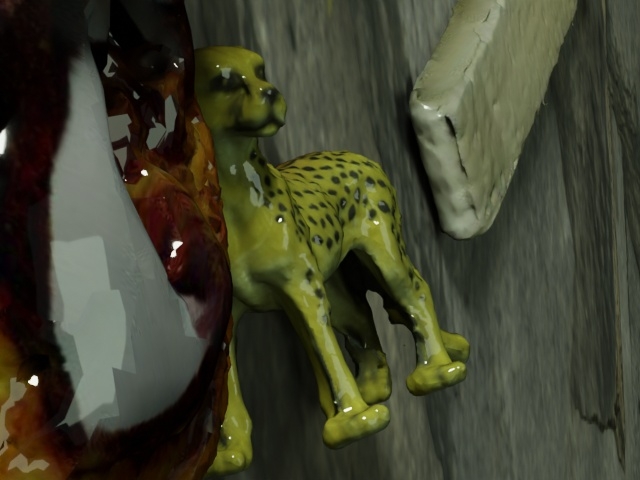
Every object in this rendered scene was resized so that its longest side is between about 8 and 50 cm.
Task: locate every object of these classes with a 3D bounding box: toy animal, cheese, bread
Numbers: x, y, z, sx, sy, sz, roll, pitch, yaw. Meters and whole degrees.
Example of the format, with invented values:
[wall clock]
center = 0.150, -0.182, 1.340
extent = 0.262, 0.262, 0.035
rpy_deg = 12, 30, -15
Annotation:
[toy animal]
center = 0.000, 0.000, 0.600
extent = 0.181, 0.073, 0.136
rpy_deg = -13, 88, -64
[cheese]
center = 0.116, -0.134, 0.953
extent = 0.400, 0.034, 0.085
rpy_deg = -61, 138, -55
[bread]
center = -0.084, -0.041, 0.401
extent = 0.139, 0.095, 0.269
rpy_deg = 24, 47, -66
